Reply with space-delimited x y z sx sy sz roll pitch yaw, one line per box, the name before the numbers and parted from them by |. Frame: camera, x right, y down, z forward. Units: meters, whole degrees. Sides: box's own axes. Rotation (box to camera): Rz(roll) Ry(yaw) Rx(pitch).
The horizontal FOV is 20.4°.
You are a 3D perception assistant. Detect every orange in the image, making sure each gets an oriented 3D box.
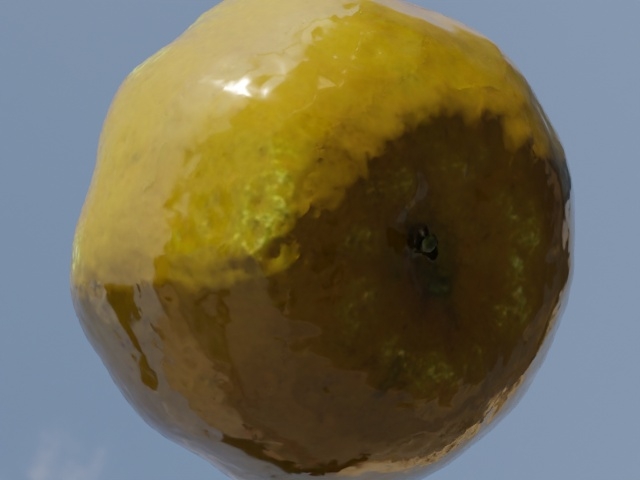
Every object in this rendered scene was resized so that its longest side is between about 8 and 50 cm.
orange | 0.000 0.000 0.949 0.279 0.235 0.279 -4 -82 -31
